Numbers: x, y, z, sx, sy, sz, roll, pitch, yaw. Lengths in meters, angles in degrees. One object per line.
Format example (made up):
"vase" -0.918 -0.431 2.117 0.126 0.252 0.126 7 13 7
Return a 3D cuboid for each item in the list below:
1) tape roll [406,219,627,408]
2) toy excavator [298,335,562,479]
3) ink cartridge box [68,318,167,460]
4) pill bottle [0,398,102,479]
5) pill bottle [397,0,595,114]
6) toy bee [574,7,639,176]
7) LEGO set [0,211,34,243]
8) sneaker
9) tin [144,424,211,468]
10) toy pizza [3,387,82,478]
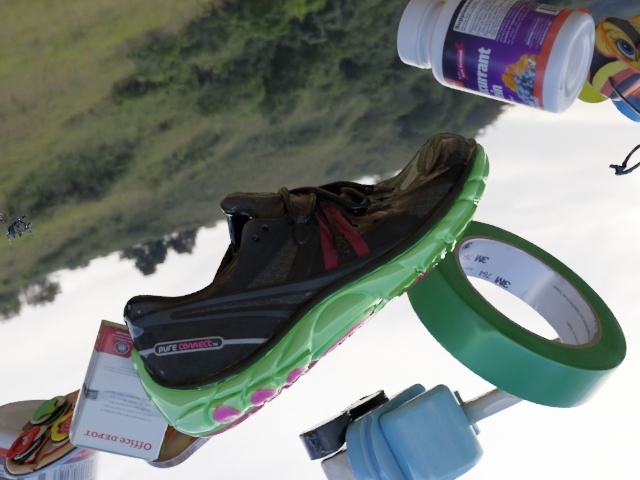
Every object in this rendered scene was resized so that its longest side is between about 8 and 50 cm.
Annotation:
"tape roll" 0.279 0.096 1.258 0.321 0.077 0.321 23 -151 -13
"toy excavator" 0.254 0.338 1.637 0.445 0.222 0.433 -30 172 31
"ink cartridge box" -0.217 0.168 0.989 0.099 0.135 0.056 18 177 -21
"pill bottle" -0.502 0.482 1.549 0.210 0.363 0.210 7 -172 -1
"pill bottle" 0.186 -0.210 0.951 0.193 0.108 0.108 21 -153 28
"toy bee" 0.364 -0.222 1.016 0.195 0.162 0.298 -45 180 28
"LEGO set" -0.535 -0.027 1.526 0.023 0.083 0.054 24 -113 37
"sneaker" 0.000 0.000 0.944 0.483 0.202 0.185 -36 173 -27
"tin" -0.212 0.283 1.402 0.190 0.040 0.106 -39 -130 -18
"toy pizza" -0.380 0.266 1.286 0.201 0.032 0.201 -26 -159 11
